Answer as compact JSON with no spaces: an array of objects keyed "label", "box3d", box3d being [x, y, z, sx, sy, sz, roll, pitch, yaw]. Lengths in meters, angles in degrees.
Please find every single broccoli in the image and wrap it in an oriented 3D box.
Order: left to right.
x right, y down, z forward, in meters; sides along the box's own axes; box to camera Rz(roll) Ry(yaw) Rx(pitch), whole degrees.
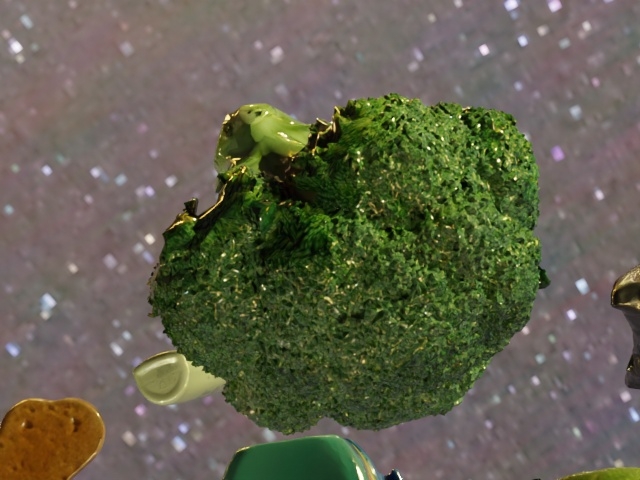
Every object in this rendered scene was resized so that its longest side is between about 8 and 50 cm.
[{"label":"broccoli","box3d":[0.000,0.000,1.141,0.269,0.269,0.254,49,-60,49]}]

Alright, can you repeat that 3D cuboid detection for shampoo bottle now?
[{"label":"shampoo bottle","box3d":[-0.092,0.114,1.584,0.072,0.212,0.049,-26,-98,23]}]

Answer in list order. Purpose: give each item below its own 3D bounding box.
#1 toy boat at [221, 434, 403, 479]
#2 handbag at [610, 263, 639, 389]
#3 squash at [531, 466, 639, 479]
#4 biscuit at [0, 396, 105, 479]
[{"label":"toy boat","box3d":[0.006,0.175,0.734,0.091,0.110,0.175,-10,-110,11]},{"label":"handbag","box3d":[0.280,0.018,0.938,0.254,0.211,0.089,-19,-109,4]},{"label":"squash","box3d":[0.250,0.312,1.341,0.203,0.111,0.289,-8,-135,7]},{"label":"biscuit","box3d":[-0.241,0.252,1.236,0.295,0.044,0.186,-39,-99,-15]}]
